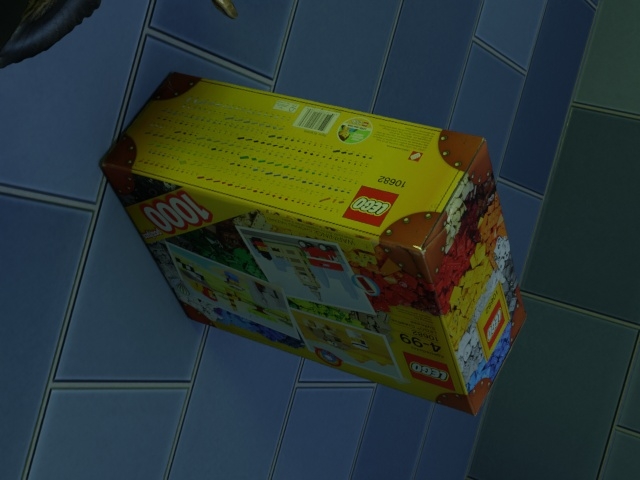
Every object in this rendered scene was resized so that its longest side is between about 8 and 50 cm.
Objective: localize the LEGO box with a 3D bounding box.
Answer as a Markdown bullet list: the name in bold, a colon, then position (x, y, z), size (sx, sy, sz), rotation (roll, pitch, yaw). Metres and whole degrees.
- **LEGO box**: position (0.000, 0.000, 1.646), size (0.193, 0.500, 0.372), rotation (-57, 146, -28)

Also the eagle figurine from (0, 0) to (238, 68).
- **eagle figurine**: position (-0.268, -0.316, 1.267), size (0.225, 0.298, 0.226), rotation (-25, 107, -59)
